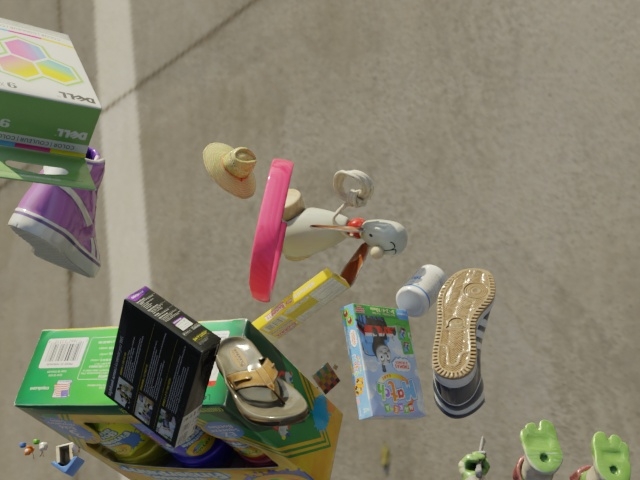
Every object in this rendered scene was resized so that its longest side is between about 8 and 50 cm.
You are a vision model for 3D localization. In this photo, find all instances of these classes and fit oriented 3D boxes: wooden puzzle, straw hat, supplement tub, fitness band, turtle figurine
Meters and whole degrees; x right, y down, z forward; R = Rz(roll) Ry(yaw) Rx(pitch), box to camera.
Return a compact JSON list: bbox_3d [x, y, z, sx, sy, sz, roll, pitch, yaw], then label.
[{"bbox_3d":[0.011,0.289,2.050,0.049,0.083,0.006,56,144,-5],"label":"wooden puzzle"},{"bbox_3d":[-0.165,-0.158,2.000,0.061,0.144,0.144,-35,53,31],"label":"straw hat"},{"bbox_3d":[0.204,0.102,1.970,0.071,0.107,0.071,15,122,25],"label":"supplement tub"},{"bbox_3d":[-0.095,-0.019,1.899,0.209,0.054,0.291,103,177,-59],"label":"fitness band"},{"bbox_3d":[0.299,0.310,1.314,0.198,0.274,0.266,37,144,17],"label":"turtle figurine"}]

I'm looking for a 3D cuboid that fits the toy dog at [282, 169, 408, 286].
[{"bbox_3d":[0.000,0.000,2.037,0.333,0.220,0.161,-13,32,49],"label":"toy dog"}]

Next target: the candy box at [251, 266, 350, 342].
[{"bbox_3d":[-0.043,0.134,1.997,0.206,0.105,0.027,-36,66,8],"label":"candy box"}]

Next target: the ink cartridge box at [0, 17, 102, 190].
[{"bbox_3d":[-0.282,-0.138,0.951,0.062,0.109,0.209,-61,39,28],"label":"ink cartridge box"}]

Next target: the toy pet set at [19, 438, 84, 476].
[{"bbox_3d":[-0.571,0.470,2.122,0.122,0.114,0.065,-14,62,5],"label":"toy pet set"}]

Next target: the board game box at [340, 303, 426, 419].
[{"bbox_3d":[0.119,0.229,1.842,0.039,0.160,0.211,-24,67,39],"label":"board game box"}]

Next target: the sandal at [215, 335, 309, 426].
[{"bbox_3d":[-0.093,0.195,1.427,0.219,0.090,0.060,-131,30,-49],"label":"sandal"}]

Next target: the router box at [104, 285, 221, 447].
[{"bbox_3d":[-0.211,0.168,1.293,0.133,0.046,0.179,32,125,18],"label":"router box"}]

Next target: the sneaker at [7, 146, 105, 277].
[{"bbox_3d":[-0.341,-0.043,1.386,0.282,0.102,0.161,113,179,-75],"label":"sneaker"}]

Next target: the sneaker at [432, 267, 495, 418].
[{"bbox_3d":[0.257,0.188,1.760,0.099,0.153,0.282,4,42,18],"label":"sneaker"}]

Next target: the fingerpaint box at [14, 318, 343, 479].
[{"bbox_3d":[-0.242,0.305,1.741,0.445,0.371,0.163,-5,55,28],"label":"fingerpaint box"}]
